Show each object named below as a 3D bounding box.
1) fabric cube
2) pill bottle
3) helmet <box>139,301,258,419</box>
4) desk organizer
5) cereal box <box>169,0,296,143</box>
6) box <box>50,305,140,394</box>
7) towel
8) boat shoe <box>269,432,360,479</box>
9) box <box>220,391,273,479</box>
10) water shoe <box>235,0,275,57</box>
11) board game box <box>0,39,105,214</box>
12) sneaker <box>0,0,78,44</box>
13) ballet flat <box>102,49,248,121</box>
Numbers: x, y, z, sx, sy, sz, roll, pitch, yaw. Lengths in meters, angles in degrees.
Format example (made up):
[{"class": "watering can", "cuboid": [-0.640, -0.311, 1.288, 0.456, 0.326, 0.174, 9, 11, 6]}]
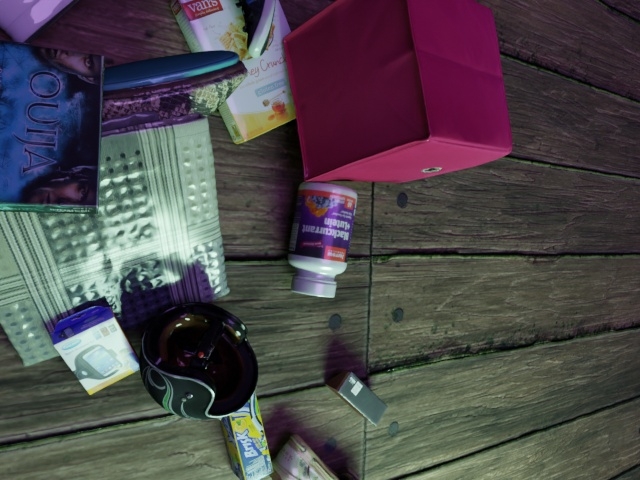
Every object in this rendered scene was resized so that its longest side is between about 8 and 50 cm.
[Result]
[{"class": "fabric cube", "cuboid": [0.130, -0.242, 0.803, 0.258, 0.254, 0.258, -6, 87, -46]}, {"class": "pill bottle", "cuboid": [0.000, 0.000, 0.864, 0.108, 0.108, 0.193, 10, 87, -33]}, {"class": "helmet", "cuboid": [-0.181, 0.186, 0.725, 0.169, 0.169, 0.161, -34, 146, -27]}, {"class": "desk organizer", "cuboid": [0.072, 0.309, 0.964, 0.130, 0.050, 0.047, 48, 68, -26]}, {"class": "cereal box", "cuboid": [-0.117, -0.305, 0.806, 0.173, 0.047, 0.240, -34, 110, -28]}, {"class": "box", "cuboid": [-0.312, 0.152, 0.677, 0.081, 0.028, 0.136, -26, 136, -21]}, {"class": "towel", "cuboid": [-0.279, -0.003, 0.644, 0.312, 0.056, 0.324, -19, 132, -26]}, {"class": "boat shoe", "cuboid": [0.029, 0.466, 0.914, 0.285, 0.105, 0.089, 41, 74, -27]}, {"class": "box", "cuboid": [-0.133, 0.322, 0.826, 0.054, 0.059, 0.168, -17, 102, -33]}, {"class": "water shoe", "cuboid": [-0.109, -0.382, 0.750, 0.080, 0.073, 0.203, 8, 81, -12]}, {"class": "board game box", "cuboid": [-0.298, -0.120, 0.509, 0.126, 0.026, 0.186, 1, 73, -22]}, {"class": "sneaker", "cuboid": [-0.345, -0.410, 0.617, 0.169, 0.108, 0.292, 47, 70, -29]}, {"class": "ballet flat", "cuboid": [-0.330, -0.153, 0.634, 0.483, 0.164, 0.181, -12, 121, -27]}]
